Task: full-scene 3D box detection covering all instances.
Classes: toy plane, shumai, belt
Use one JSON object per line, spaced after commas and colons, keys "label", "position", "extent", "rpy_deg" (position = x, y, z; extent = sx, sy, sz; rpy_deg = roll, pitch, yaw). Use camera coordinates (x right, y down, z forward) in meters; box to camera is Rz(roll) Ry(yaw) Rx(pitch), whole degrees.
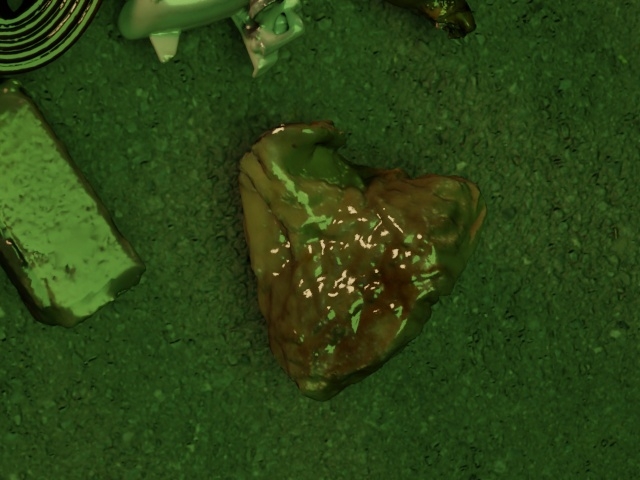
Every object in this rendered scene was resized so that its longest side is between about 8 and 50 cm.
{"label": "toy plane", "position": [-0.125, -0.297, 1.632], "extent": [0.245, 0.117, 0.244], "rpy_deg": [2, 79, -9]}
{"label": "shumai", "position": [0.000, 0.000, 1.621], "extent": [0.262, 0.267, 0.314], "rpy_deg": [37, 79, -20]}
{"label": "belt", "position": [-0.331, -0.350, 1.558], "extent": [0.217, 0.122, 0.338], "rpy_deg": [11, 95, -20]}

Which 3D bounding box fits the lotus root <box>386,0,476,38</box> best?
{"label": "lotus root", "position": [0.078, -0.381, 1.653], "extent": [0.152, 0.169, 0.342], "rpy_deg": [-28, 105, -6]}

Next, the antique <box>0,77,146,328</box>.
{"label": "antique", "position": [-0.323, -0.047, 1.578], "extent": [0.125, 0.150, 0.284], "rpy_deg": [-35, 104, -16]}
